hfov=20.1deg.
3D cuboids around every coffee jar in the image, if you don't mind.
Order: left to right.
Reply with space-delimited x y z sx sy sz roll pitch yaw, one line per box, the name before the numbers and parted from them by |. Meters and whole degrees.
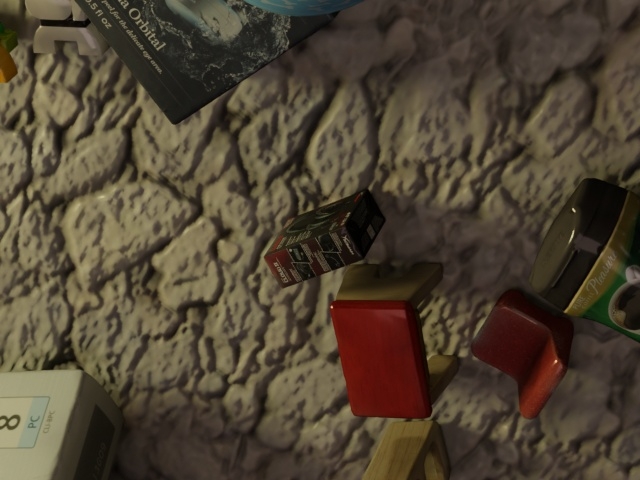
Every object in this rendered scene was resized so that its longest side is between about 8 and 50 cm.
coffee jar | 0.245 0.033 1.278 0.184 0.079 0.096 28 128 2

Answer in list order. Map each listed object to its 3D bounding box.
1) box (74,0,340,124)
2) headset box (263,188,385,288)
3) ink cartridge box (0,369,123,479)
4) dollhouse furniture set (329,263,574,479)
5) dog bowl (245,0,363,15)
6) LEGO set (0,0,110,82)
box | -0.081 -0.192 1.256 0.158 0.093 0.156 -30 105 30
headset box | 0.000 0.000 1.358 0.083 0.062 0.032 -19 111 29
ink cartridge box | -0.380 0.260 1.498 0.385 0.308 0.091 -3 143 21
dollhouse furniture set | 0.127 0.211 1.381 0.201 0.152 0.374 -1 118 21
dog bowl | -0.025 -0.284 1.131 0.166 0.074 0.297 -22 103 -7
LEGO set | -0.281 -0.176 1.342 0.227 0.087 0.093 5 121 16
